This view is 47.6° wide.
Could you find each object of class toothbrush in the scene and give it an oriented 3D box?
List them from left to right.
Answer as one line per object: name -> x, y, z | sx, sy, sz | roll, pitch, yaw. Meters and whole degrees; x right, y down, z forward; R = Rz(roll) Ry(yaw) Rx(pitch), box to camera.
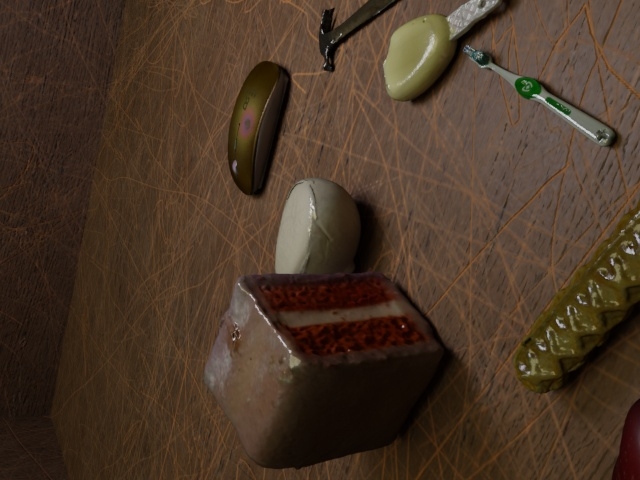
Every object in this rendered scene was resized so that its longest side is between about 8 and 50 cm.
toothbrush -> 0.295, -0.206, 1.005 | 0.304, 0.030, 0.030 | 51, 128, 44

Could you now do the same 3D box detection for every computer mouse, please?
computer mouse -> -0.156, -0.259, 1.674 | 0.158, 0.072, 0.310 | 42, 122, 53

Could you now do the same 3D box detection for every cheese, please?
cheese -> 0.193, -0.327, 1.157 | 0.255, 0.050, 0.127 | -31, 59, 50

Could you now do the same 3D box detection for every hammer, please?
hammer -> 0.083, -0.424, 1.360 | 0.297, 0.027, 0.125 | -18, 76, 56

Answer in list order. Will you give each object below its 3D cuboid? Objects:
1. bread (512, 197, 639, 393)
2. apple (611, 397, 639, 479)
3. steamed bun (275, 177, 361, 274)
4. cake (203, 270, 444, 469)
bread -> 0.343, 0.048, 0.849 | 0.077, 0.084, 0.367 | 33, 124, 7
apple -> 0.387, 0.256, 0.575 | 0.288, 0.288, 0.317 | -63, 29, 30
steamed bun -> 0.000, 0.000, 1.337 | 0.177, 0.131, 0.228 | -132, 53, -61
cake -> 0.007, 0.192, 1.149 | 0.237, 0.309, 0.230 | 53, 133, 42
